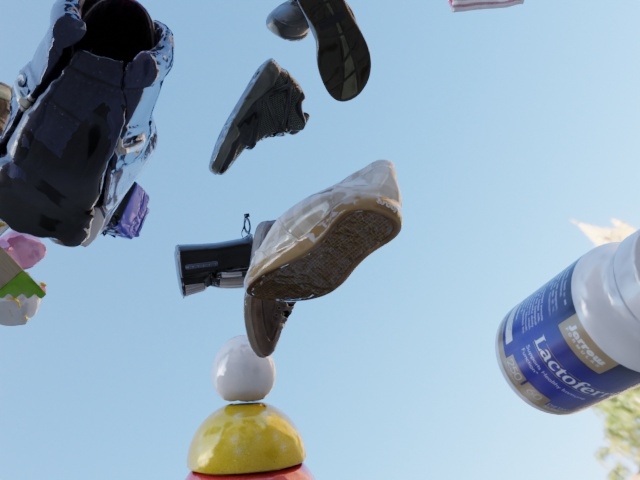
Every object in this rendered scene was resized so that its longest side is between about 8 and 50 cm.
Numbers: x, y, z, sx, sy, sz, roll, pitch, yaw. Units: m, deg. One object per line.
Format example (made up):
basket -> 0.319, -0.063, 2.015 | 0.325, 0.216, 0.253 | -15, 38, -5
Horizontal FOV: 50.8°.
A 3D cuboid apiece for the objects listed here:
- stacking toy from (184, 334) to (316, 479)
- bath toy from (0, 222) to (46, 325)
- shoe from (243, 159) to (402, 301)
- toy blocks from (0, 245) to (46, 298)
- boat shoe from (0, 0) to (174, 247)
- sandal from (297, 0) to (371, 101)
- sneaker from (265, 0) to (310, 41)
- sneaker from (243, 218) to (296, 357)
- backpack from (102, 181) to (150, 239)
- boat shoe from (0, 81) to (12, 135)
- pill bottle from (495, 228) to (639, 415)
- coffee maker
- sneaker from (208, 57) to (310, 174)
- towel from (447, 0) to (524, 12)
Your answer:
stacking toy -> -0.120, 0.406, 1.175 | 0.351, 0.351, 0.479 | 6, -100, -45
bath toy -> -0.590, 0.005, 1.272 | 0.151, 0.129, 0.348 | 1, -54, -4
shoe -> 0.000, 0.000, 0.602 | 0.077, 0.058, 0.219 | 21, -34, -26
toy blocks -> -0.587, 0.015, 0.847 | 0.261, 0.191, 0.381 | -46, -59, -20
boat shoe -> -0.177, -0.134, 0.575 | 0.127, 0.340, 0.158 | 25, -69, -22
sandal -> 0.018, -0.334, 1.083 | 0.090, 0.060, 0.219 | -24, -73, 8
sneaker -> -0.028, -0.539, 1.523 | 0.267, 0.101, 0.106 | -46, -8, -40
sneaker -> -0.055, 0.059, 0.891 | 0.066, 0.071, 0.188 | 37, -129, -64
backpack -> -0.368, -0.052, 1.170 | 0.101, 0.120, 0.098 | 72, -148, -58
boat shoe -> -0.600, -0.222, 1.022 | 0.257, 0.095, 0.095 | 11, -106, -37
pill bottle -> 0.324, 0.093, 0.765 | 0.153, 0.153, 0.264 | -25, -19, -27
coffee maker -> -0.246, 0.039, 1.563 | 0.178, 0.171, 0.120 | -5, -21, -18
sneaker -> -0.101, -0.195, 1.195 | 0.130, 0.087, 0.227 | 34, -101, -18
towel -> 0.299, -0.530, 1.298 | 0.144, 0.197, 0.029 | -10, -17, -4
